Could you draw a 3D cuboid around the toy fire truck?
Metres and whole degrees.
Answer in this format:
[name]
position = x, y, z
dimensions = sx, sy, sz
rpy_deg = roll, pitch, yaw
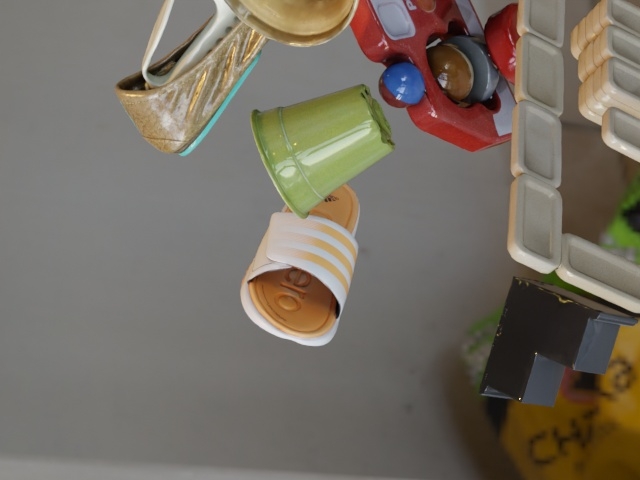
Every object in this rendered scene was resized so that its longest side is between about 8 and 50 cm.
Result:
[toy fire truck]
position = 0.117, -0.239, 2.066
dimensions = 0.169, 0.254, 0.302
rpy_deg = -25, 85, 37

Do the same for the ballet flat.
[ballet flat]
position = -0.085, -0.239, 1.853
dimensions = 0.342, 0.124, 0.116
rpy_deg = -46, 23, 15

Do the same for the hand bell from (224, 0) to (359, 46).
[hand bell]
position = 0.033, -0.246, 1.282
dimensions = 0.242, 0.126, 0.126
rpy_deg = -45, -6, -43

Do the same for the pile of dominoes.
[pile of dominoes]
position = 0.188, -0.039, 1.068
dimensions = 0.040, 0.196, 0.251
rpy_deg = -49, 23, 43

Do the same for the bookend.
[bookend]
position = 0.290, 0.142, 2.239
dimensions = 0.157, 0.072, 0.156
rpy_deg = 22, 99, 50

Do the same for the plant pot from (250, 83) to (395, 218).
[plant pot]
position = 0.006, -0.069, 1.251
dimensions = 0.079, 0.083, 0.083
rpy_deg = -26, 49, 13

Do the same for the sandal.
[sandal]
position = -0.010, -0.004, 1.814
dimensions = 0.265, 0.102, 0.076
rpy_deg = -75, 4, -51
